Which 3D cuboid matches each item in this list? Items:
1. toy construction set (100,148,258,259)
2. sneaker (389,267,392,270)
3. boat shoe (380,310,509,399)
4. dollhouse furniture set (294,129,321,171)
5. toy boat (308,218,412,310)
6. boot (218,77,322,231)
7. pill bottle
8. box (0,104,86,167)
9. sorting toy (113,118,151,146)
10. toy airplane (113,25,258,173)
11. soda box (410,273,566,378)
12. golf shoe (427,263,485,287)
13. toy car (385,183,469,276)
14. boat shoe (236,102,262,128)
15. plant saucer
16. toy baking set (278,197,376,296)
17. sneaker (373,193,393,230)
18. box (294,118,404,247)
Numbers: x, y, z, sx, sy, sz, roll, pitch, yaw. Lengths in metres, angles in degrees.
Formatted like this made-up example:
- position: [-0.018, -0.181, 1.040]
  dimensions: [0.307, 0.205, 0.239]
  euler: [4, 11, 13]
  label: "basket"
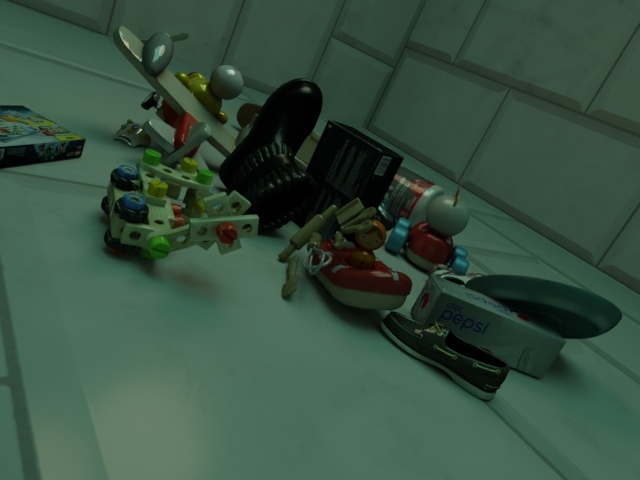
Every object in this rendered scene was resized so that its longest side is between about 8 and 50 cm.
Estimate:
- position: [-0.240, -0.051, 0.829]
  dimensions: [0.215, 0.151, 0.328]
  euler: [13, 12, -33]
  label: "toy construction set"
- position: [0.155, 0.082, 1.111]
  dimensions: [0.083, 0.037, 0.032]
  euler: [33, 19, 17]
  label: "sneaker"
- position: [0.214, 0.183, 0.869]
  dimensions: [0.228, 0.068, 0.081]
  euler: [31, 21, 16]
  label: "boat shoe"
- position: [-0.079, -0.250, 1.529]
  dimensions: [0.301, 0.197, 0.151]
  euler: [42, -10, 19]
  label: "dollhouse furniture set"
- position: [0.082, 0.032, 0.938]
  dimensions: [0.151, 0.151, 0.231]
  euler: [7, 18, -29]
  label: "toy boat"
- position: [-0.075, -0.197, 1.127]
  dimensions: [0.131, 0.348, 0.260]
  euler: [33, 7, -35]
  label: "boot"
- position: [0.231, -0.168, 1.643]
  dimensions: [0.318, 0.176, 0.176]
  euler: [35, 21, 26]
  label: "pill bottle"
- position: [-0.581, -0.196, 0.916]
  dimensions: [0.159, 0.044, 0.233]
  euler: [27, 19, 6]
  label: "box"
- position: [-0.475, -0.261, 1.238]
  dimensions: [0.083, 0.045, 0.075]
  euler: [24, 38, -4]
  label: "sorting toy"
- position: [-0.308, -0.337, 1.263]
  dimensions: [0.384, 0.272, 0.386]
  euler: [52, 7, 10]
  label: "toy airplane"
- position: [0.334, 0.173, 1.000]
  dimensions: [0.286, 0.098, 0.091]
  euler: [23, 17, -10]
  label: "soda box"
- position: [0.359, 0.118, 1.231]
  dimensions: [0.186, 0.067, 0.086]
  euler: [13, 25, -8]
  label: "golf shoe"
- position: [0.332, -0.046, 1.355]
  dimensions: [0.219, 0.238, 0.210]
  euler: [28, 19, 7]
  label: "toy car"
- position: [-0.166, -0.405, 1.887]
  dimensions: [0.342, 0.123, 0.123]
  euler: [30, 6, 15]
  label: "boat shoe"
- position: [0.473, 0.154, 1.086]
  dimensions: [0.318, 0.043, 0.317]
  euler: [17, -17, 5]
  label: "plant saucer"
- position: [-0.002, -0.001, 0.932]
  dimensions: [0.030, 0.256, 0.197]
  euler: [53, -16, -19]
  label: "toy baking set"
- position: [0.157, -0.117, 1.466]
  dimensions: [0.122, 0.110, 0.283]
  euler: [-10, 33, -19]
  label: "sneaker"
- position: [0.052, -0.126, 1.183]
  dimensions: [0.103, 0.261, 0.184]
  euler: [2, 31, -50]
  label: "box"
